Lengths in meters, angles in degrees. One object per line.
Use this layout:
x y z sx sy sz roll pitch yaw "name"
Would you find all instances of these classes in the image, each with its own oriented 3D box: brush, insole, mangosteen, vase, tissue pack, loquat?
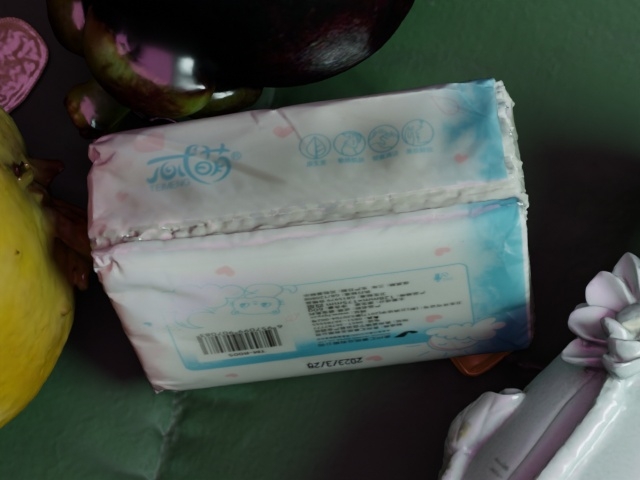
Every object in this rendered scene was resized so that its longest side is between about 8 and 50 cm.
-0.124 -0.087 1.256 0.083 0.008 0.024 36 87 4 "brush"
-0.304 -0.077 1.252 0.248 0.011 0.081 -39 85 -5 "insole"
-0.071 -0.191 1.148 0.275 0.275 0.302 38 103 4 "mangosteen"
0.212 0.136 1.091 0.250 0.250 0.445 25 92 3 "vase"
0.000 0.001 1.137 0.271 0.201 0.124 -8 56 5 "tissue pack"
-0.277 0.017 1.119 0.274 0.275 0.275 0 82 0 "loquat"

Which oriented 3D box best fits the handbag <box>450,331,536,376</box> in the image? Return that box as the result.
0.105 0.049 1.231 0.061 0.027 0.083 -34 83 -3 "handbag"
